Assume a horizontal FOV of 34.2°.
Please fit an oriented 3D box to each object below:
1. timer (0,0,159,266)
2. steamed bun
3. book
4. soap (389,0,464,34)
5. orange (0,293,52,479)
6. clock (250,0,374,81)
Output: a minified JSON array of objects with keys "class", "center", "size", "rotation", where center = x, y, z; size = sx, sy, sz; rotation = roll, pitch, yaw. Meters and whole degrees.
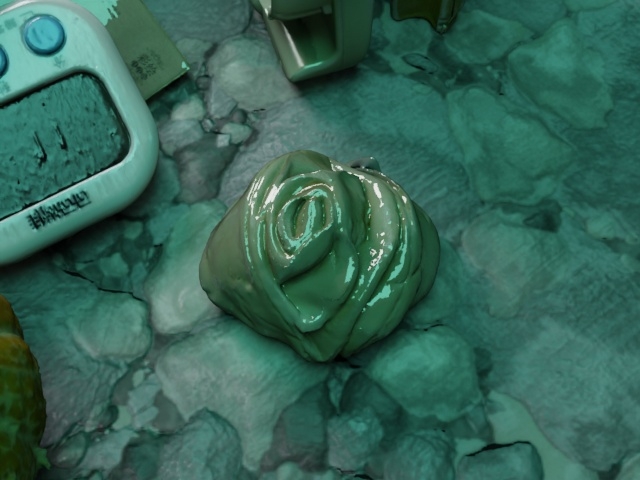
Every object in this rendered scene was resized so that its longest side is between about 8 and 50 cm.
[{"class":"timer","center":[-0.311,-0.109,1.066],"size":[0.262,0.087,0.237],"rotation":[-28,94,-12]},{"class":"steamed bun","center":[0.002,-0.002,1.014],"size":[0.218,0.144,0.211],"rotation":[34,72,14]},{"class":"book","center":[-0.315,-0.189,1.124],"size":[0.282,0.025,0.215],"rotation":[-39,98,-12]},{"class":"soap","center":[0.134,-0.364,1.094],"size":[0.089,0.274,0.174],"rotation":[18,69,8]},{"class":"orange","center":[-0.401,0.161,0.903],"size":[0.329,0.249,0.329],"rotation":[-3,65,6]},{"class":"clock","center":[-0.033,-0.345,1.065],"size":[0.108,0.324,0.265],"rotation":[-16,66,-5]}]
